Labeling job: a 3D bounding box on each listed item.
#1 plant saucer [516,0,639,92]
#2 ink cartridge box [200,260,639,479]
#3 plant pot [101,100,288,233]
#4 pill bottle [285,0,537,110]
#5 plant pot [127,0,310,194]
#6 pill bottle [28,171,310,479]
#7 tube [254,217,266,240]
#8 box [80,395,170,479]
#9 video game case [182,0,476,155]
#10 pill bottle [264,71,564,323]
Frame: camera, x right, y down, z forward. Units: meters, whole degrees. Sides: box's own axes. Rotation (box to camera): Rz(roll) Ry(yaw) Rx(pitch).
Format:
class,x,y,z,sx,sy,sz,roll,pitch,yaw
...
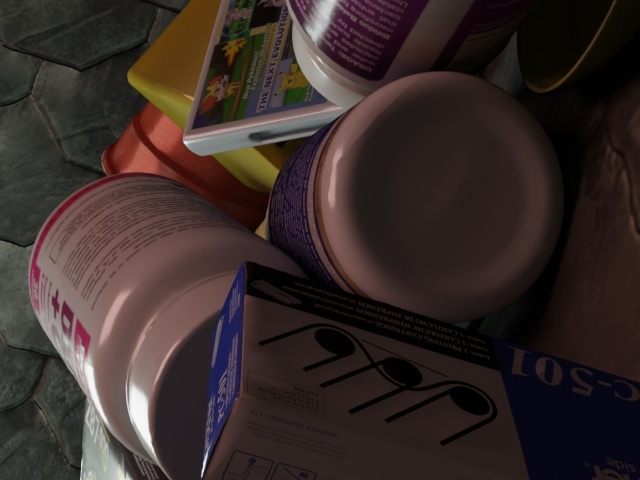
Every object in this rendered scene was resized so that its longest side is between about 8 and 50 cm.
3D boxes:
class,x,y,z,sx,sy,sz,roll,pitch,yaw
plant saucer,0.179,-0.204,0.707,0.241,0.037,0.241,-168,90,-82
ink cartridge box,0.057,0.078,0.472,0.097,0.207,0.046,-93,24,-60
plant pot,-0.101,-0.158,1.495,0.265,0.272,0.272,-58,16,19
pill bottle,0.067,-0.195,0.737,0.301,0.169,0.169,123,162,-69
plant pot,-0.047,-0.167,1.259,0.212,0.212,0.187,-48,32,1
pill bottle,-0.093,0.057,0.785,0.283,0.160,0.160,31,103,61
tube,-0.006,-0.053,1.341,0.240,0.062,0.070,-47,58,51
box,-0.102,0.300,0.804,0.395,0.097,0.318,-145,57,-66
video game case,0.027,-0.244,1.099,0.300,0.036,0.329,-7,59,34
pill bottle,0.046,-0.017,0.802,0.264,0.153,0.153,163,124,-75
